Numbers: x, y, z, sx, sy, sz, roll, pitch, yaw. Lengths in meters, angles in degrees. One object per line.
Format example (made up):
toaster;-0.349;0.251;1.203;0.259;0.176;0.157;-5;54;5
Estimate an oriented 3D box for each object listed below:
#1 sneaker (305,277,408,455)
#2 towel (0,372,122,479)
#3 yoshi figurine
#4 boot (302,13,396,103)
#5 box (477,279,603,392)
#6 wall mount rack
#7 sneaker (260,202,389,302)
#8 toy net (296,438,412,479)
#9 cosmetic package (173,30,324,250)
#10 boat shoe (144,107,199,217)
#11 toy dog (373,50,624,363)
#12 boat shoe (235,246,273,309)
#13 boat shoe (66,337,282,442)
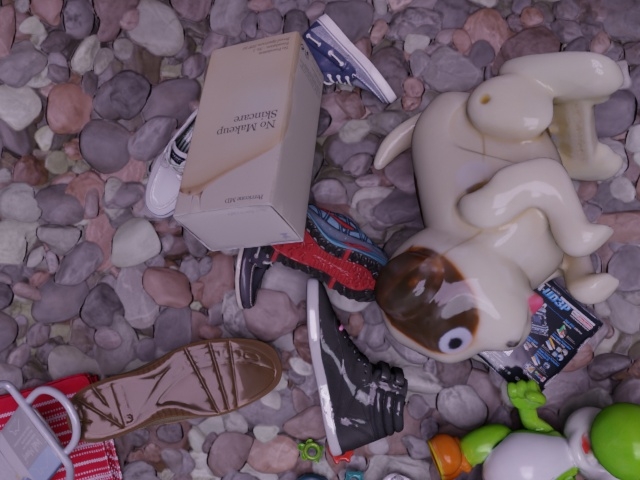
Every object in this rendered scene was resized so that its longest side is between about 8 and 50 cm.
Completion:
sneaker;0.060;0.194;1.033;0.147;0.104;0.295;-12;95;1
towel;-0.451;0.378;1.093;0.199;0.031;0.274;-14;90;4
yoshi figurine;0.356;0.319;0.941;0.362;0.203;0.203;-16;108;-1
boot;0.037;-0.279;1.052;0.086;0.069;0.190;-42;80;9
box;0.316;0.127;1.039;0.220;0.051;0.175;41;92;2
wall mount rack;-0.474;0.398;0.974;0.304;0.130;0.350;48;119;12
sneaker;0.000;0.000;1.026;0.262;0.125;0.104;35;114;-2
toy net;0.069;0.407;1.059;0.232;0.045;0.122;9;57;-2
cosmetic package;-0.098;-0.150;0.950;0.160;0.113;0.309;-7;59;21
boat shoe;-0.231;-0.141;1.056;0.083;0.076;0.226;29;92;3
toy dog;0.218;-0.029;0.888;0.396;0.284;0.407;14;68;21
boat shoe;-0.096;0.016;1.051;0.065;0.075;0.206;8;86;6
boat shoe;-0.232;0.237;1.043;0.341;0.110;0.121;-12;82;-6
